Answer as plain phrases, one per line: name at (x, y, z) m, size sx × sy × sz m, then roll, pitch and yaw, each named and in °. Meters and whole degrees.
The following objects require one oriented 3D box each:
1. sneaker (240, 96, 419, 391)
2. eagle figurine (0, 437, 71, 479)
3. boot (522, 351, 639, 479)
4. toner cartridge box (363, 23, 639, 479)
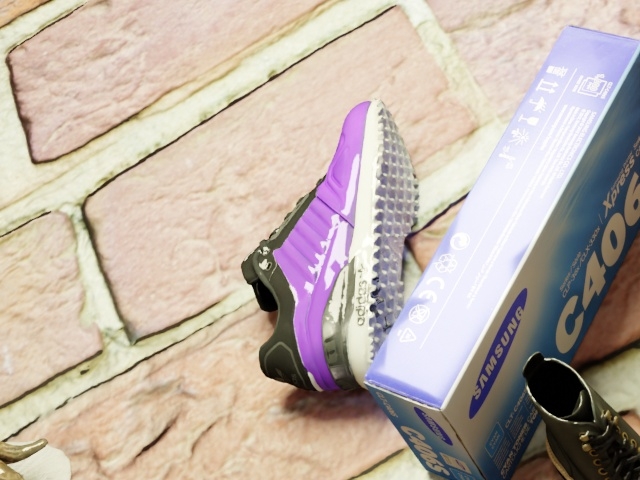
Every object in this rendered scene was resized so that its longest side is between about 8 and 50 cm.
sneaker at (0.000, 0.000, 1.263) m, size 0.146 × 0.102 × 0.293 m, roll -7°, pitch 55°, yaw 22°
eagle figurine at (-0.369, 0.275, 1.220) m, size 0.226 × 0.225 × 0.298 m, roll -89°, pitch 25°, yaw -76°
boot at (0.222, 0.171, 1.015) m, size 0.077 × 0.137 × 0.198 m, roll -47°, pitch 52°, yaw -10°
toner cartridge box at (0.170, 0.015, 1.133) m, size 0.075 × 0.165 × 0.348 m, roll 18°, pitch 67°, yaw 34°
